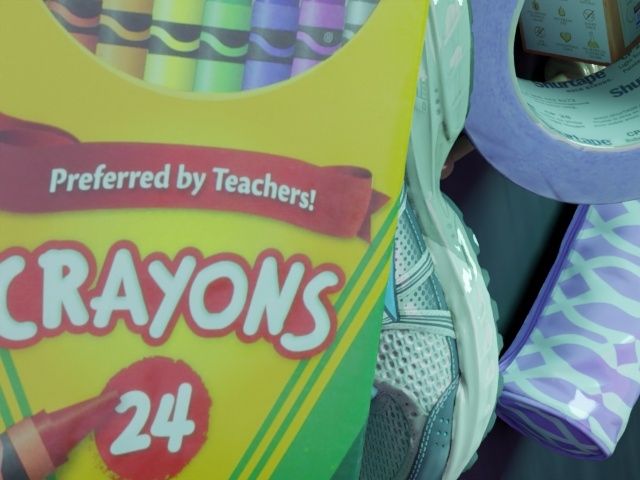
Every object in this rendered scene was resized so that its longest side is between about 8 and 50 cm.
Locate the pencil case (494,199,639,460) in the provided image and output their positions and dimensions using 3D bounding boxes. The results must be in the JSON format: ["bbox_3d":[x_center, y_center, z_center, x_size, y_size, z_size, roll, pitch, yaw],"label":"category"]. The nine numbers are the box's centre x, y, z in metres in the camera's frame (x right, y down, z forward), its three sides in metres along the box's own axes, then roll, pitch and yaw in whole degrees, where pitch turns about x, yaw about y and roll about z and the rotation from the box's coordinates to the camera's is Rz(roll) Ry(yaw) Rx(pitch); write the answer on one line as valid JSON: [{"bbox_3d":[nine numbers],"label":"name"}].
[{"bbox_3d":[0.165,0.023,1.137,0.088,0.086,0.206,32,71,-17],"label":"pencil case"}]

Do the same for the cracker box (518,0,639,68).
[{"bbox_3d":[0.156,-0.230,1.051,0.156,0.067,0.232,-42,133,-37],"label":"cracker box"}]

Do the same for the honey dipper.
[{"bbox_3d":[0.108,-0.069,1.074,0.160,0.030,0.030,-35,128,-39],"label":"honey dipper"}]

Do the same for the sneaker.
[{"bbox_3d":[0.000,0.000,0.917,0.122,0.110,0.283,-20,111,-34],"label":"sneaker"}]

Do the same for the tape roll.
[{"bbox_3d":[0.137,-0.118,0.977,0.189,0.080,0.189,-9,122,-15],"label":"tape roll"}]

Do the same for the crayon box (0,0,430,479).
[{"bbox_3d":[-0.067,-0.050,0.759,0.202,0.081,0.318,2,100,-31],"label":"crayon box"}]
